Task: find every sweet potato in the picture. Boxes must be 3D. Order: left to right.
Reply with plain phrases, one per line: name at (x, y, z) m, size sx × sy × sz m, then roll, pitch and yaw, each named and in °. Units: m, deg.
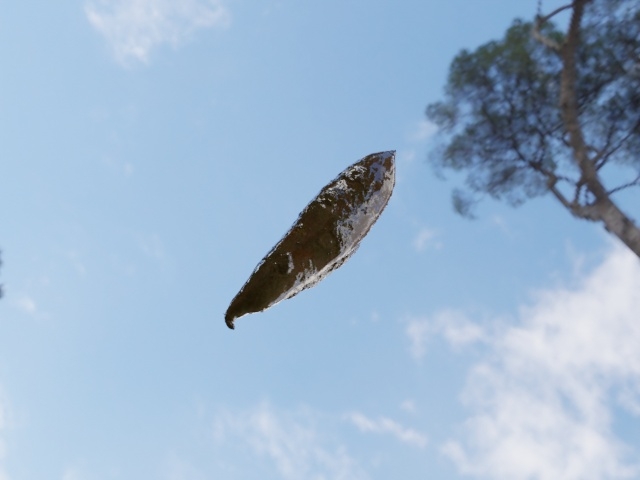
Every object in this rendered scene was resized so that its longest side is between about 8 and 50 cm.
sweet potato at (0.000, 0.000, 0.915) m, size 0.060 × 0.206 × 0.068 m, roll 28°, pitch -28°, yaw 45°
